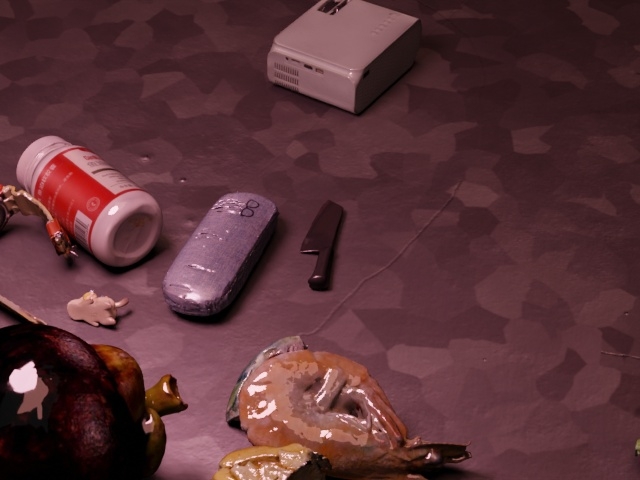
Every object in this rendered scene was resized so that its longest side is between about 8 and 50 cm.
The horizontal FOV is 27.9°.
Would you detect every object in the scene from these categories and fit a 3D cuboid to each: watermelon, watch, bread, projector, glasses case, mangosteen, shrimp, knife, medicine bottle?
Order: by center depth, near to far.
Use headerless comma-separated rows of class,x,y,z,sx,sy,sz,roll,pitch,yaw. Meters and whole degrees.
mangosteen,-0.344,0.251,1.576,0.297,0.313,0.297,-7,73,23
bread,-0.073,0.311,1.639,0.156,0.103,0.110,-25,35,-36
shrimp,0.047,0.236,1.714,0.317,0.077,0.168,10,69,2
watermelon,-0.046,0.196,1.798,0.139,0.071,0.187,24,44,19
watch,-0.462,0.020,1.973,0.268,0.102,0.165,31,66,28
glasses case,-0.152,0.017,2.006,0.109,0.067,0.282,12,39,16
medicine bottle,-0.369,-0.067,2.049,0.131,0.131,0.250,-30,49,-32
knife,0.000,0.000,2.070,0.060,0.028,0.230,-3,36,14
projector,0.045,-0.355,2.432,0.198,0.108,0.250,23,46,23

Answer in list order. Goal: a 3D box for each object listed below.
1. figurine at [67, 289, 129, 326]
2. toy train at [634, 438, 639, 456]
figurine,-0.332,0.098,1.927,0.083,0.047,0.050,8,25,18
toy train,0.499,0.294,1.627,0.188,0.159,0.271,18,41,9
